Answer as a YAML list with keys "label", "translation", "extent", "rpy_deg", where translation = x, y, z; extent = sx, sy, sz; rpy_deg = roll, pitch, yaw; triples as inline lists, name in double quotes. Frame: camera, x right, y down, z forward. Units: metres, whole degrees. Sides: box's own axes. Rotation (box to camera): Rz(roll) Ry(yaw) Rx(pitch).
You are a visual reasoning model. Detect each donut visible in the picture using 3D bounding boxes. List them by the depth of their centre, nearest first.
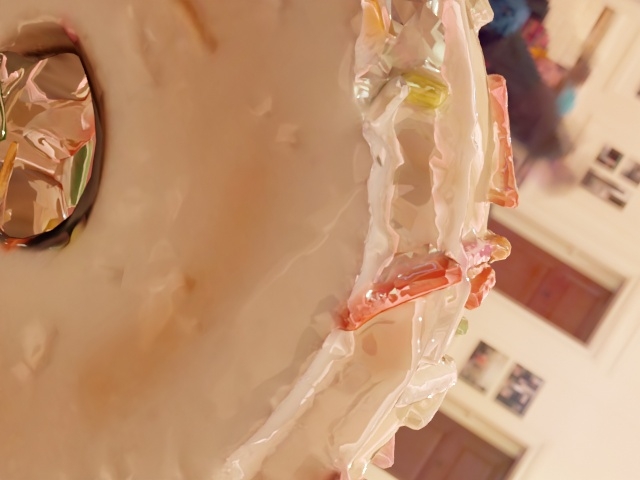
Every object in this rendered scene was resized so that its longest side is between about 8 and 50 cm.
- label: "donut"
  translation: [-0.085, -0.030, 0.557]
  extent: [0.142, 0.382, 0.383]
  rpy_deg: [14, 110, -57]
